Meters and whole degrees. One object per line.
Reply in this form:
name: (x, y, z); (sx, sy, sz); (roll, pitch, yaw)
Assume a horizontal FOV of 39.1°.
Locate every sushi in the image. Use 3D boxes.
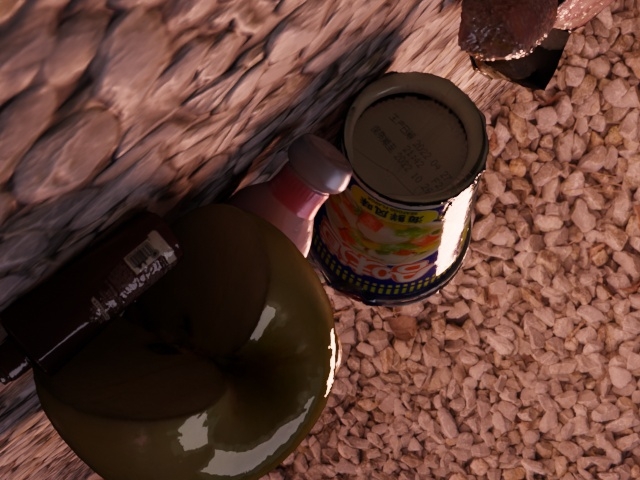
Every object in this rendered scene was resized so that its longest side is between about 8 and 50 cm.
sushi: (0.373, -0.381, 1.604); (0.273, 0.134, 0.109); (-56, -165, -21)

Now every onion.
onion: (0.433, -0.446, 1.408); (0.247, 0.111, 0.250); (-45, 164, 32)

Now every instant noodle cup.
instant noodle cup: (0.113, -0.080, 1.294); (0.284, 0.284, 0.312); (-41, 167, -15)

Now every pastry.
pastry: (0.270, -0.313, 1.264); (0.112, 0.103, 0.265); (-1, -159, 21)

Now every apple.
apple: (-0.125, 0.128, 0.930); (0.257, 0.233, 0.295); (7, -130, 51)

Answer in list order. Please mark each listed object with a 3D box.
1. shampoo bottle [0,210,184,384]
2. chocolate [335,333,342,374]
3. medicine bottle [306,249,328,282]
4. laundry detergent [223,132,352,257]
shampoo bottle: (-0.229, 0.068, 0.817); (0.236, 0.068, 0.067); (-41, 177, -17)
chocolate: (-0.105, 0.226, 1.426); (0.309, 0.134, 0.134); (-31, 178, 13)
medicine bottle: (0.000, 0.000, 1.749); (0.133, 0.133, 0.274); (-39, 174, -37)
laundry detergent: (-0.090, 0.018, 1.091); (0.088, 0.159, 0.335); (14, 122, -50)
